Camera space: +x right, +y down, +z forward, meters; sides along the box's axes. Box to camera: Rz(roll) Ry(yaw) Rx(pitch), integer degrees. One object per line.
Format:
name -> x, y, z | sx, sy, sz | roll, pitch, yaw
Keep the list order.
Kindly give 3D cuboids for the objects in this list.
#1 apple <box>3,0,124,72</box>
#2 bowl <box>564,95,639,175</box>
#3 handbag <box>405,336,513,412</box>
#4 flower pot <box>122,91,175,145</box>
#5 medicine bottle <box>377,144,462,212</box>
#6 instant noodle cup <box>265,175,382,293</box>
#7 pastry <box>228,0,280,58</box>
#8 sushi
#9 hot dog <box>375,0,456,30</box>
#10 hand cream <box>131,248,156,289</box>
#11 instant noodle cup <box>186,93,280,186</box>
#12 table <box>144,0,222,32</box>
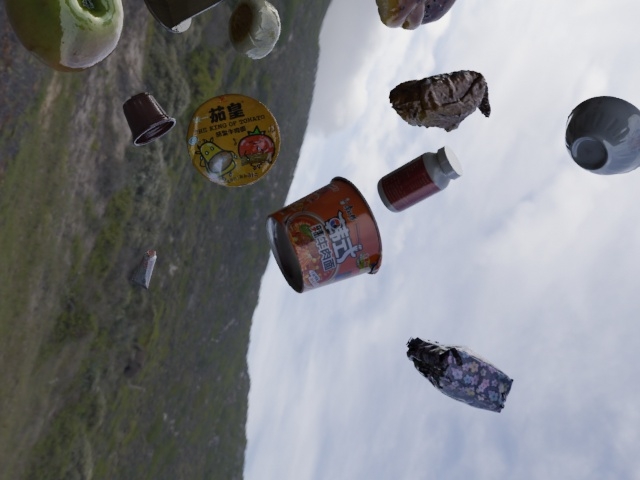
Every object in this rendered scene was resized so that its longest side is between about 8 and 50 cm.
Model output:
apple -> -0.761, -0.697, 1.683 | 0.305, 0.338, 0.339 | -15, -126, 46
bowl -> 0.592, -0.205, 1.186 | 0.086, 0.189, 0.189 | -36, 178, -27
handbag -> 0.325, 0.316, 1.348 | 0.127, 0.228, 0.208 | -63, -164, -9
flower pot -> -0.402, -0.284, 1.272 | 0.111, 0.089, 0.111 | -31, -177, 2
medicine bottle -> 0.307, -0.191, 1.735 | 0.250, 0.131, 0.131 | -29, -143, 30
instant noodle cup -> 0.000, 0.000, 1.288 | 0.250, 0.192, 0.250 | 53, -23, 34
pastry -> -0.176, -0.558, 1.458 | 0.156, 0.092, 0.157 | -4, -97, 39
sushi -> 0.323, -0.377, 1.503 | 0.167, 0.296, 0.179 | 65, -19, 8
hot dog -> 0.297, -0.828, 1.676 | 0.196, 0.367, 0.366 | 40, -38, 37
hand cream -> -0.628, 0.104, 1.981 | 0.210, 0.067, 0.043 | -55, -170, 43
instant noodle cup -> -0.207, -0.228, 1.347 | 0.172, 0.215, 0.216 | 174, -66, -84
table -> -0.288, -0.616, 1.318 | 0.226, 0.167, 0.167 | -13, -130, 29
